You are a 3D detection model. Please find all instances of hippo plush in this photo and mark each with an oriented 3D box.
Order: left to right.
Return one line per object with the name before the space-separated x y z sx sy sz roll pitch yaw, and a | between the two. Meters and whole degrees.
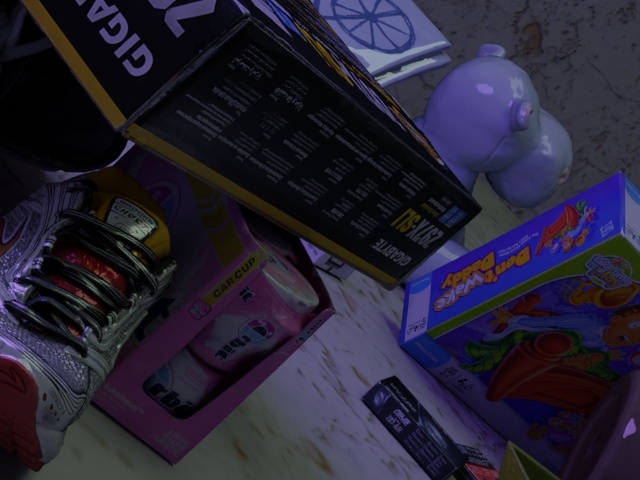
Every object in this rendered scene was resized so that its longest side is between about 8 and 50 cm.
hippo plush | 0.117 -0.095 1.795 0.294 0.236 0.234 41 11 -34

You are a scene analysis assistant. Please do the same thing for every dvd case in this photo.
dvd case | 0.139 0.201 1.323 0.119 0.013 0.087 49 9 22

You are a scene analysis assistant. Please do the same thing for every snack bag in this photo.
snack bag | -0.078 -0.240 1.663 0.342 0.037 0.323 -27 71 -42

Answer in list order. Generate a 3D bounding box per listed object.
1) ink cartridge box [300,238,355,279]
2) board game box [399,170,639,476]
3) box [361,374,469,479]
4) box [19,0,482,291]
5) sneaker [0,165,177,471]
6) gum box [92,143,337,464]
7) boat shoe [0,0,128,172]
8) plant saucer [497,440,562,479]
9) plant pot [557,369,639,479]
ink cartridge box | 0.000 0.000 1.509 0.048 0.028 0.083 50 9 27
board game box | 0.270 0.118 1.563 0.347 0.233 0.078 42 37 -27
box | 0.069 0.135 1.269 0.083 0.018 0.067 48 9 10
box | -0.066 -0.120 0.868 0.257 0.079 0.322 54 10 23
sneaker | -0.111 0.017 0.719 0.088 0.093 0.225 45 10 -13
gum box | -0.068 0.016 0.875 0.062 0.107 0.188 42 10 -28
boat shoe | -0.184 -0.108 0.875 0.105 0.113 0.306 43 -5 25
plant saucer | 0.194 0.251 1.212 0.188 0.045 0.188 38 18 -40
plant pot | 0.320 0.220 1.444 0.229 0.263 0.263 30 9 0
